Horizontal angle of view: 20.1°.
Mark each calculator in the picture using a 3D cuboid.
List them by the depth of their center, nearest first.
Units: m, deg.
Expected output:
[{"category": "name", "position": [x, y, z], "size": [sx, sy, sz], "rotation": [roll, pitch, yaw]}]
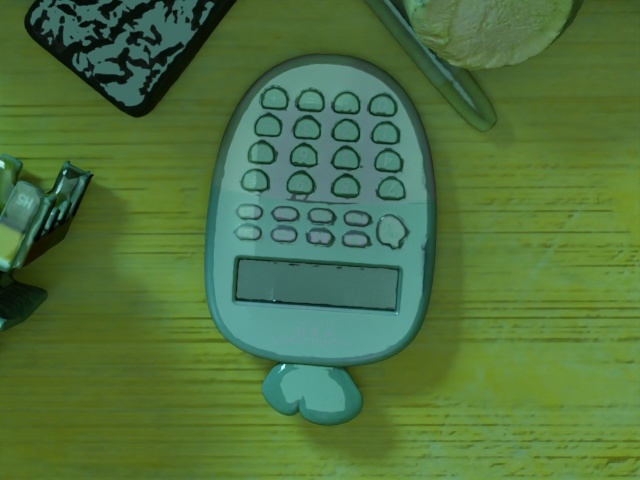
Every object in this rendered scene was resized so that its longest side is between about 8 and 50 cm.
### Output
[{"category": "calculator", "position": [0.000, 0.000, 1.453], "size": [0.185, 0.041, 0.299], "rotation": [3, 97, 2]}]

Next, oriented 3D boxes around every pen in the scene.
[{"category": "pen", "position": [0.065, -0.182, 1.429], "size": [0.040, 0.032, 0.233], "rotation": [-42, 97, -16]}]

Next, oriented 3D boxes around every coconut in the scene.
[{"category": "coconut", "position": [0.123, -0.218, 1.366], "size": [0.147, 0.153, 0.147], "rotation": [-4, 134, -4]}]

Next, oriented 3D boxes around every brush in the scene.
[{"category": "brush", "position": [-0.133, -0.204, 1.418], "size": [0.123, 0.059, 0.197], "rotation": [38, 97, -1]}]

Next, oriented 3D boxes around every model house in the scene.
[{"category": "model house", "position": [-0.311, 0.012, 1.375], "size": [0.198, 0.224, 0.215], "rotation": [25, 98, -2]}]
